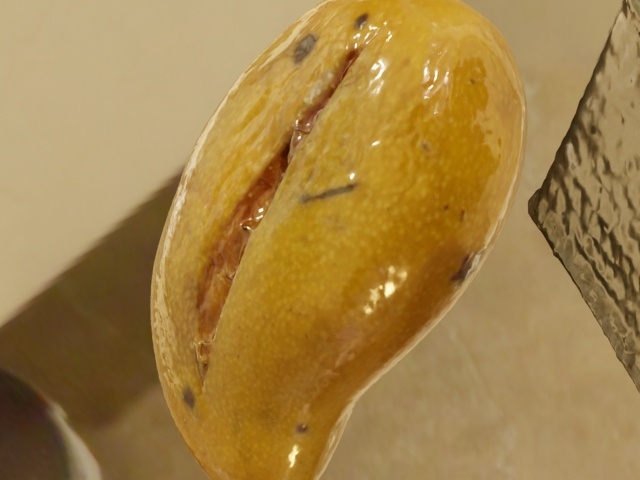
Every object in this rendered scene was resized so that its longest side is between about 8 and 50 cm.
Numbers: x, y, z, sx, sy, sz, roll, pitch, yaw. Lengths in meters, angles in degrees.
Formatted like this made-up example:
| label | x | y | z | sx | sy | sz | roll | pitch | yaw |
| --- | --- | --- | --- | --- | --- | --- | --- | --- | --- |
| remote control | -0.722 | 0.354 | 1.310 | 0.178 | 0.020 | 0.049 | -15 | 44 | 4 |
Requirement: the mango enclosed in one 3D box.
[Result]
| label | x | y | z | sx | sy | sz | roll | pitch | yaw |
| --- | --- | --- | --- | --- | --- | --- | --- | --- | --- |
| mango | -0.002 | -0.002 | 0.962 | 0.177 | 0.120 | 0.295 | 34 | 96 | 31 |

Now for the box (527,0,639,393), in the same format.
| label | x | y | z | sx | sy | sz | roll | pitch | yaw |
| --- | --- | --- | --- | --- | --- | --- | --- | --- | --- |
| box | 0.234 | 0.016 | 0.762 | 0.184 | 0.143 | 0.273 | -6 | 48 | -24 |
